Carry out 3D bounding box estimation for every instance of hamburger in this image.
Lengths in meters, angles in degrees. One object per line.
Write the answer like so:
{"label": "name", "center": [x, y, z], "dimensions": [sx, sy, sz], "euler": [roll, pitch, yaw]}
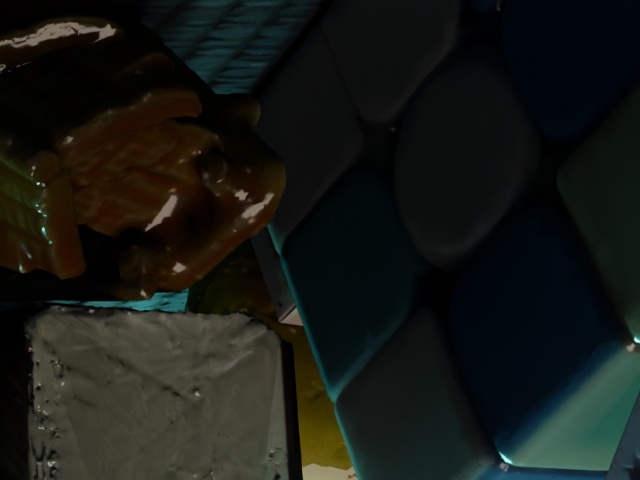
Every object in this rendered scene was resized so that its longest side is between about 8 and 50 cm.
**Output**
{"label": "hamburger", "center": [0.006, 0.110, 1.389], "dimensions": [0.244, 0.244, 0.163], "euler": [-3, 141, -25]}

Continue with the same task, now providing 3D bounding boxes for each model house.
{"label": "model house", "center": [-0.180, -0.056, 1.094], "dimensions": [0.229, 0.199, 0.219], "euler": [18, 118, -49]}

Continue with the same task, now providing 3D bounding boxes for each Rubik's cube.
{"label": "Rubik's cube", "center": [0.206, -0.025, 1.202], "dimensions": [0.344, 0.346, 0.347], "euler": [7, 137, -36]}

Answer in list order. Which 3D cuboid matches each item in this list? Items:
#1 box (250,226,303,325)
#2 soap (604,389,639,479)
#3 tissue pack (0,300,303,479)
{"label": "box", "center": [0.000, 0.000, 1.321], "dimensions": [0.089, 0.125, 0.043], "euler": [12, 134, -38]}
{"label": "soap", "center": [0.198, 0.110, 0.987], "dimensions": [0.056, 0.100, 0.149], "euler": [9, 111, -28]}
{"label": "tissue pack", "center": [-0.187, 0.157, 1.251], "dimensions": [0.198, 0.210, 0.370], "euler": [-2, 172, -36]}
